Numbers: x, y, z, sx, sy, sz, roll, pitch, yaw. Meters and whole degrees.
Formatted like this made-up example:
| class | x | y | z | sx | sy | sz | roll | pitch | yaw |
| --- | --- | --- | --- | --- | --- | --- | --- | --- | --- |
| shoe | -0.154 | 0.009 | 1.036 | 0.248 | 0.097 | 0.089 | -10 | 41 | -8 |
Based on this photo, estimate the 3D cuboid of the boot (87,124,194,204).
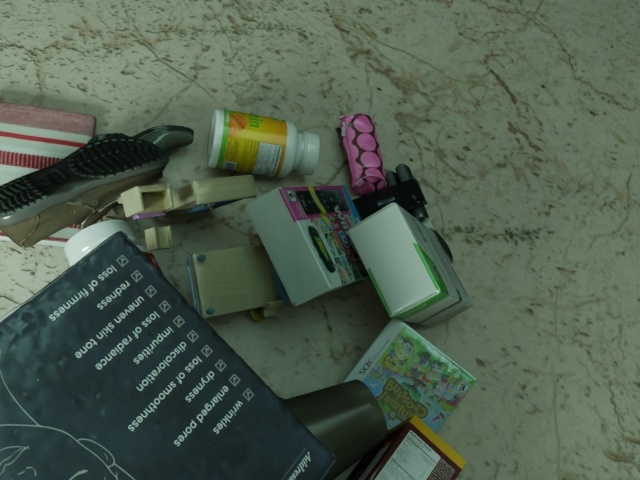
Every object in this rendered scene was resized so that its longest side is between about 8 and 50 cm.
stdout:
| class | x | y | z | sx | sy | sz | roll | pitch | yaw |
| --- | --- | --- | --- | --- | --- | --- | --- | --- | --- |
| boot | -0.384 | -0.160 | 1.546 | 0.247 | 0.083 | 0.161 | -14 | 81 | -28 |

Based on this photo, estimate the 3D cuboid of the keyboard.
| class | x | y | z | sx | sy | sz | roll | pitch | yaw |
| --- | --- | --- | --- | --- | --- | --- | --- | --- | --- |
| keyboard | 0.164 | -0.076 | 1.672 | 0.180 | 0.023 | 0.108 | -20 | 61 | 3 |

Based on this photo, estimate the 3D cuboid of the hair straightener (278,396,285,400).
| class | x | y | z | sx | sy | sz | roll | pitch | yaw |
| --- | --- | --- | --- | --- | --- | --- | --- | --- | --- |
| hair straightener | -0.136 | 0.332 | 1.377 | 0.230 | 0.047 | 0.089 | 25 | 73 | -12 |

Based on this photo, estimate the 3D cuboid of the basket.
| class | x | y | z | sx | sy | sz | roll | pitch | yaw |
| --- | --- | --- | --- | --- | --- | --- | --- | --- | --- |
| basket | -0.002 | 0.367 | 1.310 | 0.227 | 0.154 | 0.204 | -21 | 90 | -21 |

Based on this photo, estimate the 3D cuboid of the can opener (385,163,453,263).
| class | x | y | z | sx | sy | sz | roll | pitch | yaw |
| --- | --- | --- | --- | --- | --- | --- | --- | --- | --- |
| can opener | 0.235 | -0.055 | 1.713 | 0.093 | 0.074 | 0.280 | 11 | 54 | -55 |

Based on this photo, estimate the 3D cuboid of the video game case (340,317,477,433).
| class | x | y | z | sx | sy | sz | roll | pitch | yaw |
| --- | --- | --- | --- | --- | --- | --- | --- | --- | --- |
| video game case | 0.176 | 0.292 | 1.419 | 0.212 | 0.023 | 0.193 | 38 | 86 | 7 |

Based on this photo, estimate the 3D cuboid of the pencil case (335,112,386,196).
| class | x | y | z | sx | sy | sz | roll | pitch | yaw |
| --- | --- | --- | --- | --- | --- | --- | --- | --- | --- |
| pencil case | 0.100 | -0.213 | 1.730 | 0.098 | 0.095 | 0.209 | 24 | 46 | -49 |

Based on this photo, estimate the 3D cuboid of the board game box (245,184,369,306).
| class | x | y | z | sx | sy | sz | roll | pitch | yaw |
| --- | --- | --- | --- | --- | --- | --- | --- | --- | --- |
| board game box | 0.000 | 0.000 | 1.458 | 0.224 | 0.098 | 0.303 | 64 | 24 | 7 |

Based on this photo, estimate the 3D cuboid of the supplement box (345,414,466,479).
| class | x | y | z | sx | sy | sz | roll | pitch | yaw |
| --- | --- | --- | --- | --- | --- | --- | --- | --- | --- |
| supplement box | 0.137 | 0.460 | 1.306 | 0.129 | 0.191 | 0.194 | 42 | 57 | 6 |

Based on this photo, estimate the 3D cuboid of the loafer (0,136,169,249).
| class | x | y | z | sx | sy | sz | roll | pitch | yaw |
| --- | --- | --- | --- | --- | --- | --- | --- | --- | --- |
| loafer | -0.480 | -0.098 | 1.407 | 0.366 | 0.130 | 0.134 | -25 | 50 | -24 |

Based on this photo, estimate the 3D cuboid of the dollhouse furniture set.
| class | x | y | z | sx | sy | sz | roll | pitch | yaw |
| --- | --- | --- | --- | --- | --- | --- | --- | --- | --- |
| dollhouse furniture set | -0.256 | 0.042 | 1.424 | 0.286 | 0.198 | 0.303 | -10 | 88 | -38 |

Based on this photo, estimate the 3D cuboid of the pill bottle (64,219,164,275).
| class | x | y | z | sx | sy | sz | roll | pitch | yaw |
| --- | --- | --- | --- | --- | --- | --- | --- | --- | --- |
| pill bottle | -0.369 | 0.110 | 1.336 | 0.161 | 0.161 | 0.283 | -22 | 71 | -28 |

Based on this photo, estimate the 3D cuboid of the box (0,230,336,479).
| class | x | y | z | sx | sy | sz | roll | pitch | yaw |
| --- | --- | --- | --- | --- | --- | --- | --- | --- | --- |
| box | -0.321 | 0.335 | 0.977 | 0.472 | 0.297 | 0.480 | 47 | 52 | -3 |

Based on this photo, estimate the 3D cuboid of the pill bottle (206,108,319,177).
| class | x | y | z | sx | sy | sz | roll | pitch | yaw |
| --- | --- | --- | --- | --- | --- | --- | --- | --- | --- |
| pill bottle | -0.133 | -0.219 | 1.620 | 0.246 | 0.136 | 0.136 | 7 | 60 | -16 |

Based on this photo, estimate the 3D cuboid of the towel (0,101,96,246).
| class | x | y | z | sx | sy | sz | roll | pitch | yaw |
| --- | --- | --- | --- | --- | --- | --- | --- | --- | --- |
| towel | -0.608 | -0.142 | 1.468 | 0.237 | 0.037 | 0.329 | 6 | 62 | -19 |

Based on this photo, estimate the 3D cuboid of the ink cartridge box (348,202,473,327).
| class | x | y | z | sx | sy | sz | roll | pitch | yaw |
| --- | --- | --- | --- | --- | --- | --- | --- | --- | --- |
| ink cartridge box | 0.201 | 0.064 | 1.494 | 0.289 | 0.122 | 0.211 | 25 | 36 | -62 |
